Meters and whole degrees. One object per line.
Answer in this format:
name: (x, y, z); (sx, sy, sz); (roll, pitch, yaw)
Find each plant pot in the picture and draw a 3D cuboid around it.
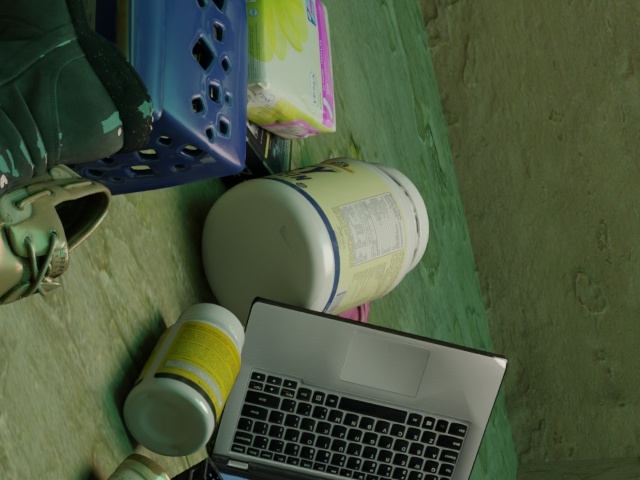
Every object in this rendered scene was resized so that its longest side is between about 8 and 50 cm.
plant pot: (-0.233, -0.197, 1.525); (0.212, 0.236, 0.235); (30, 56, -62)

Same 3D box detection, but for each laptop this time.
laptop: (0.040, 0.343, 1.842); (0.236, 0.382, 0.407); (-98, -157, -71)

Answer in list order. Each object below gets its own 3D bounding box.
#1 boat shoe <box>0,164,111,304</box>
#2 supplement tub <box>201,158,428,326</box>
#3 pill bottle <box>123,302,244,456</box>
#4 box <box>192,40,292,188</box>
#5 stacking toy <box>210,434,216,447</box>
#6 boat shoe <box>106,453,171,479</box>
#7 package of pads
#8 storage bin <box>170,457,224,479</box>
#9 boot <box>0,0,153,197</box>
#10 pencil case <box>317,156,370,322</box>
boat shoe: (-0.307, -0.001, 1.339); (0.341, 0.110, 0.121); (-65, 172, -62)
supplement tub: (0.000, 0.000, 2.044); (0.325, 0.235, 0.235); (-18, 102, -53)
pill bottle: (-0.173, 0.178, 1.750); (0.208, 0.119, 0.119); (-67, 146, -57)
box: (-0.128, -0.305, 2.120); (0.318, 0.097, 0.394); (51, 37, -57)
stacking toy: (-0.070, 0.312, 2.045); (0.221, 0.052, 0.167); (-36, 121, -33)
boat shoe: (-0.207, 0.406, 1.606); (0.098, 0.109, 0.302); (-38, 125, -42)
package of pads: (-0.072, -0.282, 1.974); (0.296, 0.101, 0.229); (25, 60, -66)
storage bin: (-0.138, 0.388, 1.714); (0.180, 0.084, 0.122); (60, 1, -7)
boot: (-0.338, -0.192, 1.315); (0.223, 0.338, 0.118); (-22, 150, -34)
pencil case: (0.025, 0.012, 2.371); (0.386, 0.167, 0.160); (-76, 175, -49)
